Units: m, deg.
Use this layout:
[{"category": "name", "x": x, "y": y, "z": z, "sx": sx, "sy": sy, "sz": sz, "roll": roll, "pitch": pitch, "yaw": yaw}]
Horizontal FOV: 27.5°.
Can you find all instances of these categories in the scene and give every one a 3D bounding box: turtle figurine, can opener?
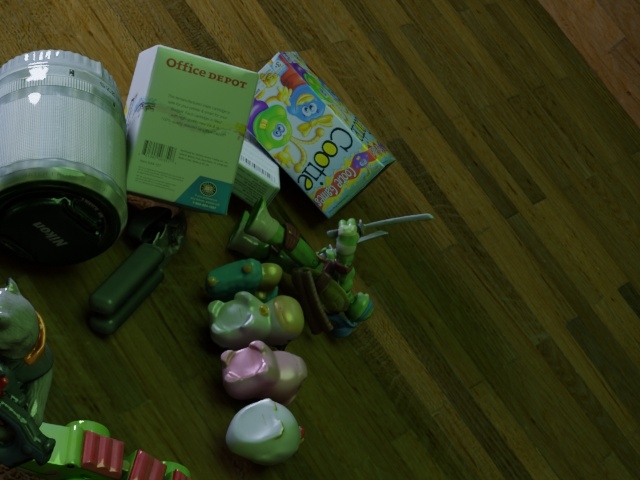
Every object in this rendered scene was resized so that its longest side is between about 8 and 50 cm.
[{"category": "turtle figurine", "x": 0.000, "y": 0.000, "z": 2.212, "sx": 0.266, "sy": 0.274, "sz": 0.198, "roll": 29, "pitch": 8, "yaw": -14}, {"category": "can opener", "x": -0.292, "y": 0.037, "z": 2.033, "sx": 0.095, "sy": 0.076, "sz": 0.283, "roll": 17, "pitch": 37, "yaw": 16}]

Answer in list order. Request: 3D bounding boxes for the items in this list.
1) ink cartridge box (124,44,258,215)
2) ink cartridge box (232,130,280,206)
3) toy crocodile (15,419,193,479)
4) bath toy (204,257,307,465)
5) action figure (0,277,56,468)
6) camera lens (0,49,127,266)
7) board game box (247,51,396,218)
[{"category": "ink cartridge box", "x": -0.222, "y": -0.173, "z": 2.079, "sx": 0.171, "sy": 0.168, "sz": 0.232, "roll": 15, "pitch": 88, "yaw": -20}, {"category": "ink cartridge box", "x": -0.198, "y": -0.184, "z": 2.299, "sx": 0.275, "sy": 0.060, "sz": 0.239, "roll": 33, "pitch": 16, "yaw": -15}, {"category": "toy crocodile", "x": -0.258, "y": 0.323, "z": 1.762, "sx": 0.340, "sy": 0.105, "sz": 0.115, "roll": 30, "pitch": 41, "yaw": -25}, {"category": "bath toy", "x": -0.088, "y": 0.197, "z": 2.023, "sx": 0.151, "sy": 0.129, "sz": 0.348, "roll": -13, "pitch": 53, "yaw": 3}, {"category": "action figure", "x": -0.448, "y": 0.142, "z": 1.578, "sx": 0.341, "sy": 0.330, "sz": 0.178, "roll": 44, "pitch": 41, "yaw": -3}, {"category": "camera lens", "x": -0.397, "y": -0.116, "z": 1.935, "sx": 0.219, "sy": 0.219, "sz": 0.274, "roll": 18, "pitch": 46, "yaw": -30}, {"category": "board game box", "x": -0.015, "y": -0.194, "z": 2.366, "sx": 0.275, "sy": 0.142, "sz": 0.144, "roll": 48, "pitch": 15, "yaw": 1}]
